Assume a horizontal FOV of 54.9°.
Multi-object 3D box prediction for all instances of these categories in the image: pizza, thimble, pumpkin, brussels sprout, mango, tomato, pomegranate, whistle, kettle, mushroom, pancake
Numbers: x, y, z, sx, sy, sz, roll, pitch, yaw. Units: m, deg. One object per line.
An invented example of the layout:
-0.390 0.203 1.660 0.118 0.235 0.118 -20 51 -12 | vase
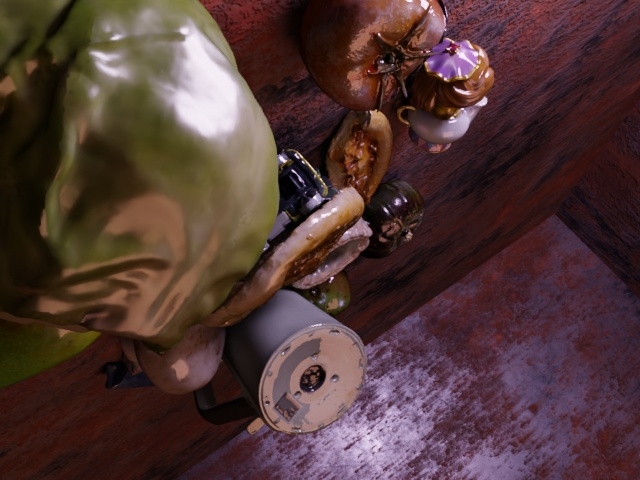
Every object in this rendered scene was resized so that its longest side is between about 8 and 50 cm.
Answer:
0.083 -0.168 1.349 0.182 0.074 0.365 -40 160 -21 | pizza
-0.005 0.005 1.468 0.229 0.148 0.196 -22 155 -32 | thimble
0.171 -0.050 1.621 0.238 0.159 0.238 -33 154 -18 | pumpkin
-0.250 -0.104 0.594 0.426 0.342 0.360 25 81 -30 | brussels sprout
-0.441 0.089 0.846 0.382 0.225 0.201 -24 159 16 | mango
0.056 -0.303 0.895 0.155 0.180 0.214 3 131 -53 | tomato
0.000 0.132 1.729 0.181 0.181 0.224 -43 180 12 | pomegranate
-0.443 0.343 1.575 0.062 0.062 0.304 -42 159 9 | whistle
-0.132 0.271 1.403 0.361 0.377 0.250 -47 123 -7 | kettle
-0.325 0.203 1.305 0.244 0.243 0.243 -33 159 -15 | mushroom
-0.064 0.045 1.167 0.387 0.082 0.387 -40 175 -5 | pancake

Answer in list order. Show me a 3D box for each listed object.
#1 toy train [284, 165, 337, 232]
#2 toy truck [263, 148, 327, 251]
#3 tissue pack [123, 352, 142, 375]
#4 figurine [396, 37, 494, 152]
-0.032 -0.075 1.307 0.071 0.111 0.170 -15 149 -38 | toy train
-0.123 -0.050 1.177 0.272 0.124 0.157 -40 -170 0 | toy truck
-0.390 0.250 1.464 0.148 0.060 0.108 -25 154 -33 | tissue pack
0.262 -0.303 1.281 0.190 0.142 0.263 -7 150 -13 | figurine
